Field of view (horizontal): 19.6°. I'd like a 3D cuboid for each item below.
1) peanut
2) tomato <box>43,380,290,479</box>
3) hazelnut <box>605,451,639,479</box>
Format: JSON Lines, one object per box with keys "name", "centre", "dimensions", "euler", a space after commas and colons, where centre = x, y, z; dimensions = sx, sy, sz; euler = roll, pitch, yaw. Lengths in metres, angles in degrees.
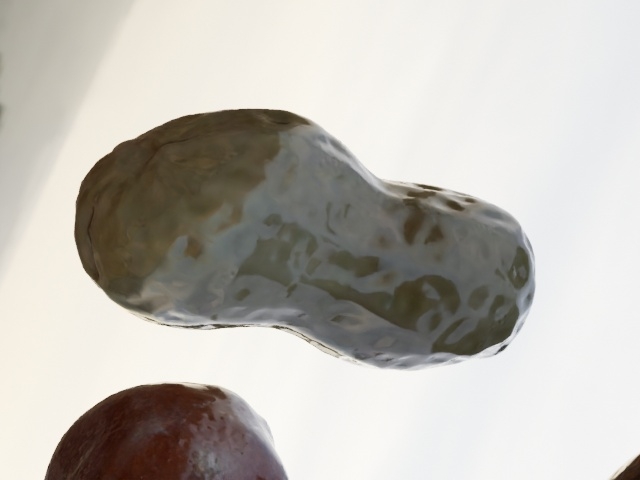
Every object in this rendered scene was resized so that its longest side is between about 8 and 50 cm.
{"name": "peanut", "centre": [0.000, 0.000, 0.961], "dimensions": [0.123, 0.257, 0.123], "euler": [-168, -90, -70]}
{"name": "tomato", "centre": [-0.106, 0.181, 1.358], "dimensions": [0.214, 0.181, 0.155], "euler": [-11, -127, 56]}
{"name": "hazelnut", "centre": [0.311, 0.288, 1.099], "dimensions": [0.409, 0.359, 0.359], "euler": [60, -39, 26]}
